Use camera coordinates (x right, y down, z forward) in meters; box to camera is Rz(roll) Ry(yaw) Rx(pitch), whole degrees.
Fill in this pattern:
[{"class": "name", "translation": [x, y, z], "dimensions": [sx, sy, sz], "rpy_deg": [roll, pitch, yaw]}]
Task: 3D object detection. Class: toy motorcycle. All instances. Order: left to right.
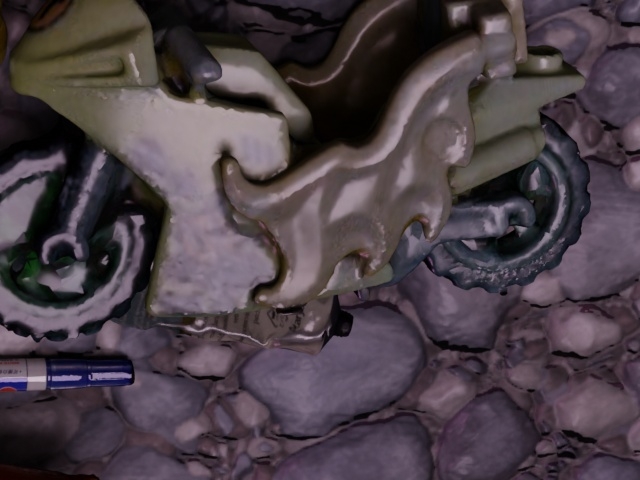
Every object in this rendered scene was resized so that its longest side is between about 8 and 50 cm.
[{"class": "toy motorcycle", "translation": [-0.025, -0.063, 1.242], "dimensions": [0.410, 0.169, 0.237], "rpy_deg": [-5, 114, -14]}]

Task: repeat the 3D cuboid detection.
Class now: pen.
[{"class": "pen", "translation": [-0.229, 0.093, 1.366], "dimensions": [0.204, 0.025, 0.025], "rpy_deg": [0, 119, -14]}]

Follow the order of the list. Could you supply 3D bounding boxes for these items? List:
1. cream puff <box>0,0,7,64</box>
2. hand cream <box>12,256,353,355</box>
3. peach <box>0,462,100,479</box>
[{"class": "cream puff", "translation": [-0.252, -0.115, 1.186], "dimensions": [0.146, 0.116, 0.146], "rpy_deg": [-3, 112, -8]}, {"class": "hand cream", "translation": [-0.099, 0.029, 1.335], "dimensions": [0.248, 0.052, 0.075], "rpy_deg": [13, 88, -2]}, {"class": "peach", "translation": [-0.268, 0.233, 1.356], "dimensions": [0.154, 0.159, 0.267], "rpy_deg": [25, 113, -37]}]
